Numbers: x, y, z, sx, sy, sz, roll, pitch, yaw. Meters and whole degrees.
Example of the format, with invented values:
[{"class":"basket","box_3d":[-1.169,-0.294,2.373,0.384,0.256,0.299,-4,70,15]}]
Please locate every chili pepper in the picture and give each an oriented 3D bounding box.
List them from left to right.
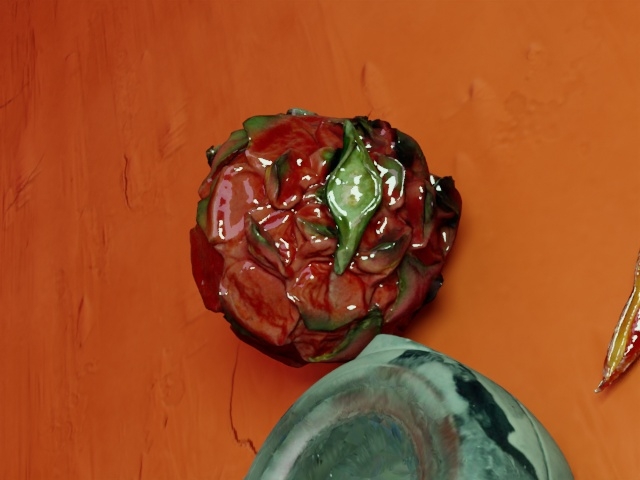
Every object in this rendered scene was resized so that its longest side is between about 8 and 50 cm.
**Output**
[{"class":"chili pepper","box_3d":[0.242,0.032,0.806,0.045,0.027,0.178,15,77,55]}]

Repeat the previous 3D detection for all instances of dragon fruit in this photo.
[{"class":"dragon fruit","box_3d":[0.000,0.000,0.975,0.233,0.234,0.293,-64,2,-7]}]

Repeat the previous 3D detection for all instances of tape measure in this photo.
[{"class":"tape measure","box_3d":[0.055,0.206,0.805,0.256,0.147,0.275,-48,35,10]}]
